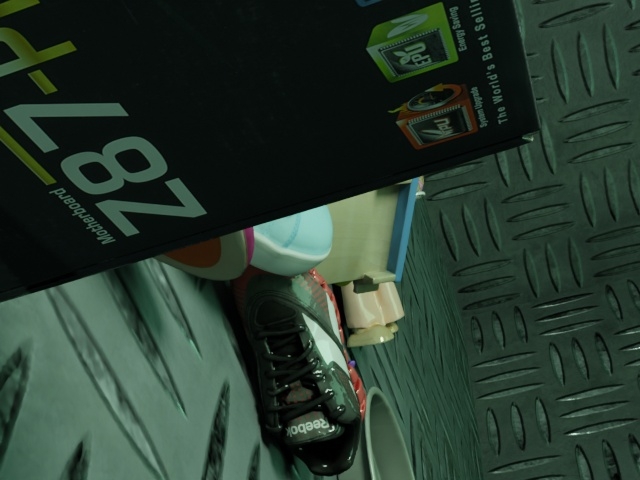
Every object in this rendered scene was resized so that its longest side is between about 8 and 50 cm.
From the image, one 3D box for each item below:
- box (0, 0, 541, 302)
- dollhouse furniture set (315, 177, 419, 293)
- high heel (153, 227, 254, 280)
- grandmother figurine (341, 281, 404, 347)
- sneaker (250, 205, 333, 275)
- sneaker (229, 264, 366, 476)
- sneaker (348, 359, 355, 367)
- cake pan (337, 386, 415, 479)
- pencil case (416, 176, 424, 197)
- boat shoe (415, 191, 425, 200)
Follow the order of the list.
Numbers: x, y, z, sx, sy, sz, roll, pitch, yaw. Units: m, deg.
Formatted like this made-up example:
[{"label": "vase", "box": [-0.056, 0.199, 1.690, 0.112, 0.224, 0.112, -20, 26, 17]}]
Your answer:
[{"label": "box", "box": [-0.113, -0.130, 0.316, 0.395, 0.318, 0.097, 60, 18, -55]}, {"label": "dollhouse furniture set", "box": [-0.059, -0.080, 1.091, 0.198, 0.287, 0.303, 28, -61, 47]}, {"label": "high heel", "box": [-0.133, -0.149, 0.687, 0.181, 0.127, 0.377, -74, 146, -47]}, {"label": "grandmother figurine", "box": [0.047, -0.017, 1.497, 0.208, 0.104, 0.342, -63, 140, -86]}, {"label": "sneaker", "box": [-0.060, -0.106, 0.816, 0.366, 0.150, 0.135, 50, 31, -39]}, {"label": "sneaker", "box": [-0.019, 0.129, 0.980, 0.135, 0.098, 0.276, -90, 163, -58]}, {"label": "sneaker", "box": [0.013, 0.173, 1.149, 0.068, 0.071, 0.169, -37, 113, -78]}, {"label": "cake pan", "box": [0.083, 0.346, 1.306, 0.293, 0.054, 0.293, -15, 90, -78]}, {"label": "pencil case", "box": [0.053, -0.218, 1.589, 0.160, 0.167, 0.386, -82, 157, -51]}, {"label": "boat shoe", "box": [0.070, -0.082, 1.373, 0.156, 0.136, 0.367, 35, 43, -29]}]
